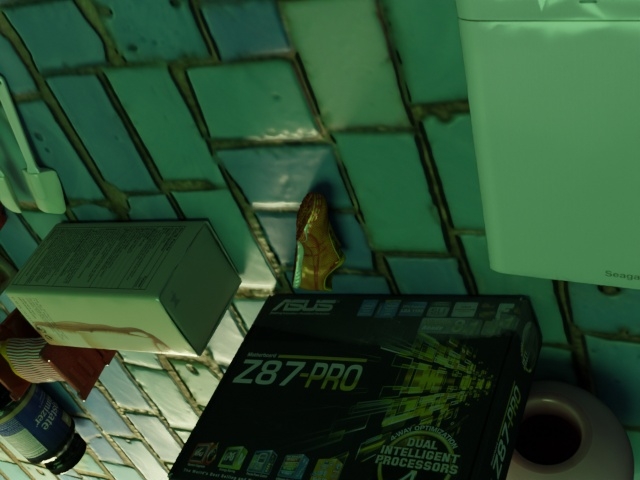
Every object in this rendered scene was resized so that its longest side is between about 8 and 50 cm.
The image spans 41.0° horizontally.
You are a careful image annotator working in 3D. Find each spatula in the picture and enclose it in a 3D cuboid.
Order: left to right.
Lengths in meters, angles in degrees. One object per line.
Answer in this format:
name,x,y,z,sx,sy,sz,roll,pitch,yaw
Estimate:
spatula,-0.469,-0.133,1.217,0.168,0.019,0.242,4,130,13

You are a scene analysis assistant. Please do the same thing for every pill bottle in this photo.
pill bottle,-0.592,0.387,1.784,0.122,0.123,0.219,-8,129,36

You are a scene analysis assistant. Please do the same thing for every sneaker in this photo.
sneaker,0.000,0.000,1.082,0.067,0.064,0.175,4,143,-1

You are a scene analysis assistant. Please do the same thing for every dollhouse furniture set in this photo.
dollhouse furniture set,-0.520,0.089,1.397,0.201,0.152,0.374,-10,127,37

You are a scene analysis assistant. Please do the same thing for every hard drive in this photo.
hard drive,0.264,-0.095,0.823,0.232,0.047,0.353,7,136,25

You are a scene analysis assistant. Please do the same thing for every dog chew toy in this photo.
dog chew toy,0.309,0.330,1.145,0.206,0.207,0.332,8,145,24

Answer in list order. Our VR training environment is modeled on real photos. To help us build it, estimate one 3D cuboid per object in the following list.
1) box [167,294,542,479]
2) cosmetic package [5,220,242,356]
box,0.047,0.212,1.066,0.394,0.318,0.097,-1,132,33
cosmetic package,-0.284,0.066,1.238,0.296,0.153,0.129,1,135,32
